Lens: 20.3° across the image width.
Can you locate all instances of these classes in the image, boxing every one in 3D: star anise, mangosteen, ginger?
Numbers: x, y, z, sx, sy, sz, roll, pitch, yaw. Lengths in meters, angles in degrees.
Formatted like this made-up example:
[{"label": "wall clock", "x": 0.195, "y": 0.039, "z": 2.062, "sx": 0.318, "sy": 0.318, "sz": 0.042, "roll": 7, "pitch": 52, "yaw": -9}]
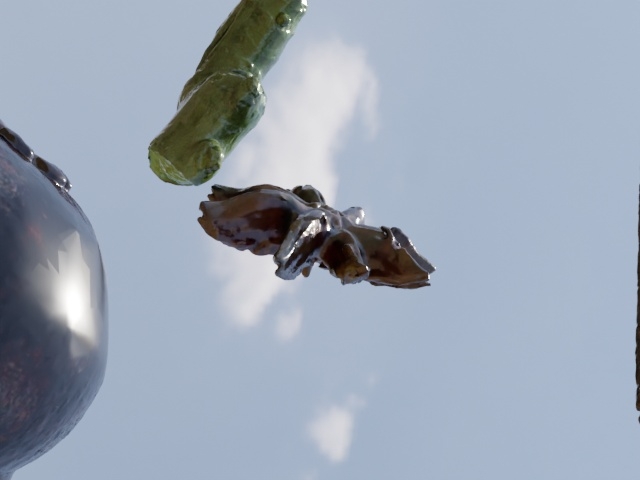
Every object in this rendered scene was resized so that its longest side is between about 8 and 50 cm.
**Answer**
[{"label": "star anise", "x": 0.000, "y": 0.000, "z": 1.885, "sx": 0.288, "sy": 0.288, "sz": 0.088, "roll": 33, "pitch": -72, "yaw": 60}, {"label": "mangosteen", "x": -0.298, "y": 0.048, "z": 1.205, "sx": 0.313, "sy": 0.297, "sz": 0.297, "roll": -32, "pitch": -134, "yaw": 15}, {"label": "ginger", "x": -0.096, "y": -0.174, "z": 1.977, "sx": 0.137, "sy": 0.089, "sz": 0.290, "roll": -45, "pitch": -165, "yaw": 54}]

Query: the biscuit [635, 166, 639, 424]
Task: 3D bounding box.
[{"label": "biscuit", "x": 0.351, "y": 0.015, "z": 1.640, "sx": 0.107, "sy": 0.073, "sz": 0.388, "roll": -42, "pitch": -154, "yaw": 41}]
